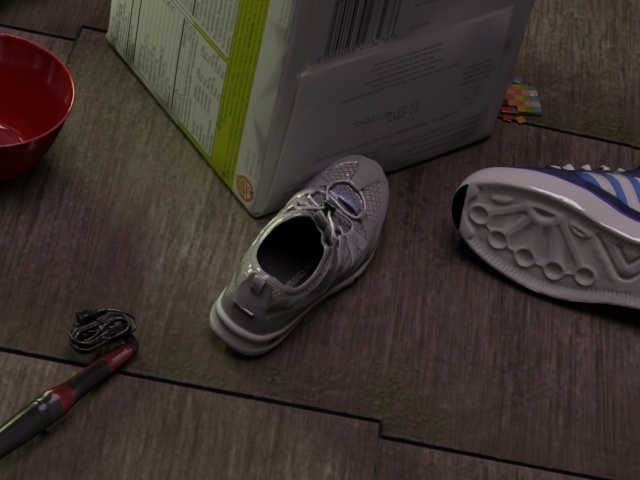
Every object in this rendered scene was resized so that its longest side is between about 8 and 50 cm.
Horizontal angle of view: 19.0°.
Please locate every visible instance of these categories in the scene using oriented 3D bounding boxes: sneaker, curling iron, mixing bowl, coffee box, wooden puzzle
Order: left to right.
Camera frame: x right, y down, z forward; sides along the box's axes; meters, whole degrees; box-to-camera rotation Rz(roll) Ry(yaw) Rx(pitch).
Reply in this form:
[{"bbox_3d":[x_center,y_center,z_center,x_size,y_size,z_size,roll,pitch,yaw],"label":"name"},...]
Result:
[{"bbox_3d":[-0.349,-0.124,1.999,0.181,0.098,0.181,6,44,-6],"label":"mixing bowl"},{"bbox_3d":[-0.261,0.149,1.787,0.068,0.035,0.274,25,44,18],"label":"curling iron"},{"bbox_3d":[0.000,0.000,1.932,0.105,0.115,0.281,34,49,3],"label":"sneaker"},{"bbox_3d":[0.003,-0.294,2.082,0.337,0.338,0.334,-20,52,-30],"label":"coffee box"},{"bbox_3d":[0.232,-0.165,2.244,0.049,0.006,0.083,3,45,-10],"label":"wooden puzzle"},{"bbox_3d":[0.321,-0.037,2.065,0.323,0.130,0.236,18,34,11],"label":"sneaker"}]
